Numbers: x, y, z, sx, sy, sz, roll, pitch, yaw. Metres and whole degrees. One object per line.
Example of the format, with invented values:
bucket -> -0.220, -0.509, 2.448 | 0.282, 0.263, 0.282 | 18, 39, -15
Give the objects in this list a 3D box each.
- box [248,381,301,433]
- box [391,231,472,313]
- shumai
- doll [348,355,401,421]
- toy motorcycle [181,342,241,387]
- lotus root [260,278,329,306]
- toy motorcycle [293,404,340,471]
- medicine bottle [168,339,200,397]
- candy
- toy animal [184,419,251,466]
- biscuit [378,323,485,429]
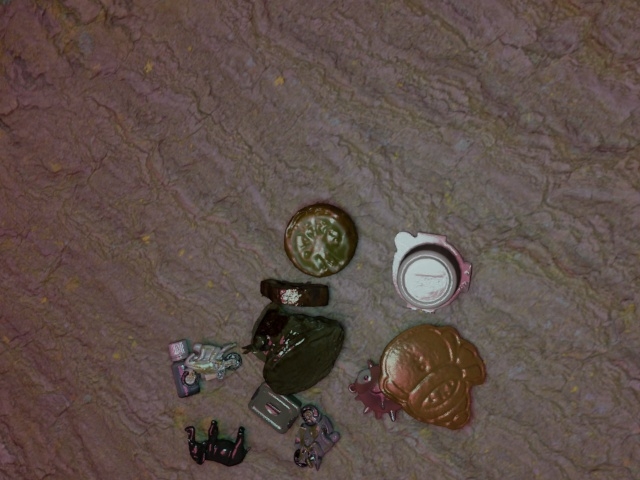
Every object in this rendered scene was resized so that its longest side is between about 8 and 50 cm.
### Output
box -> -0.152, 0.578, 1.947 | 0.172, 0.093, 0.124 | 36, 98, 11
box -> 0.334, 0.093, 1.763 | 0.262, 0.206, 0.291 | -34, 85, 12
shumai -> -0.105, 0.327, 1.898 | 0.330, 0.292, 0.288 | -42, 45, 4
doll -> 0.223, 0.495, 1.851 | 0.262, 0.093, 0.211 | 5, 83, 15
toy motorcycle -> -0.404, 0.433, 1.999 | 0.228, 0.074, 0.151 | -21, 88, -9
lotus root -> -0.100, 0.181, 1.900 | 0.260, 0.170, 0.074 | 6, 95, 9
toy motorcycle -> -0.010, 0.690, 1.924 | 0.152, 0.073, 0.225 | 10, 92, 11
medicine bottle -> -0.506, 0.471, 2.038 | 0.083, 0.083, 0.203 | -15, 88, 14
candy -> 0.000, 0.000, 1.892 | 0.259, 0.118, 0.260 | 1, 93, 16
toy animal -> -0.378, 0.736, 1.993 | 0.245, 0.114, 0.146 | 13, 93, 14
biscuit -> 0.367, 0.434, 1.789 | 0.351, 0.057, 0.312 | 41, 84, 3
